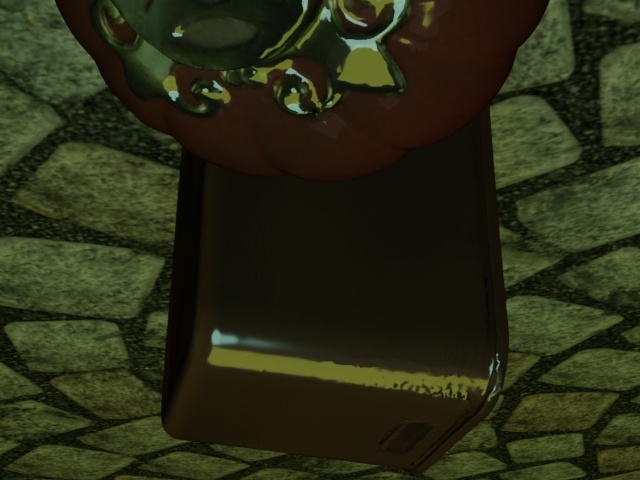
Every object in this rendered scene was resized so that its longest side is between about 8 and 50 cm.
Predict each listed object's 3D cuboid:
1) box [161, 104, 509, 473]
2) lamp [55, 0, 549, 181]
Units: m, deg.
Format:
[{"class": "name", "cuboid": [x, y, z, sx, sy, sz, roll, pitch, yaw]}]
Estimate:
[{"class": "box", "cuboid": [0.000, 0.000, 0.855, 0.229, 0.339, 0.239, 7, 151, -13]}, {"class": "lamp", "cuboid": [-0.014, -0.182, 0.585, 0.303, 0.257, 0.303, 9, 117, 17]}]
